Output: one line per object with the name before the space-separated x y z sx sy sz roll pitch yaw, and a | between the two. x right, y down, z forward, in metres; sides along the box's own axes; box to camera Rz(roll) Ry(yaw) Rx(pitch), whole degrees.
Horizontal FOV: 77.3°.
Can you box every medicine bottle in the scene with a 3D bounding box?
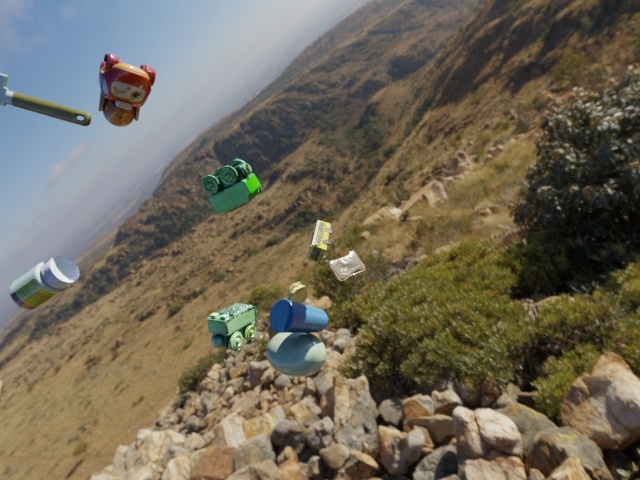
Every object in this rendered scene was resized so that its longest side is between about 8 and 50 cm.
medicine bottle | -1.066 0.162 1.551 0.225 0.139 0.139 -31 27 13

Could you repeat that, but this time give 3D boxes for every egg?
egg | -0.108 0.497 1.770 0.283 0.203 0.203 -2 42 26

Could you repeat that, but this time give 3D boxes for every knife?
knife | -0.641 -0.302 0.798 0.027 0.343 0.061 -140 64 -73

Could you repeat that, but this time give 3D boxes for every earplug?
earplug | -0.072 0.329 1.686 0.132 0.273 0.132 -13 68 36

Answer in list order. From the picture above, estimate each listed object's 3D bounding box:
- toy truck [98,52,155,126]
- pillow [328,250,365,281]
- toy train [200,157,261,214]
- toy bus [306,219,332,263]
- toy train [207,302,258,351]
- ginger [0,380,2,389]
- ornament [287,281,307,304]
toy truck | -0.792 -0.590 1.614 0.265 0.189 0.239 6 90 53
pillow | 0.147 0.143 2.220 0.211 0.135 0.034 -23 -15 -34
toy train | -0.380 -0.229 1.708 0.243 0.188 0.132 -21 20 27
toy bus | 0.000 0.000 1.572 0.226 0.074 0.081 -78 10 -60
toy train | -0.432 0.427 1.987 0.159 0.188 0.272 1 13 30
ginger | -0.812 0.358 0.936 0.074 0.137 0.213 -34 18 -13
ornament | -0.121 0.297 2.057 0.180 0.059 0.201 -12 -46 -52
